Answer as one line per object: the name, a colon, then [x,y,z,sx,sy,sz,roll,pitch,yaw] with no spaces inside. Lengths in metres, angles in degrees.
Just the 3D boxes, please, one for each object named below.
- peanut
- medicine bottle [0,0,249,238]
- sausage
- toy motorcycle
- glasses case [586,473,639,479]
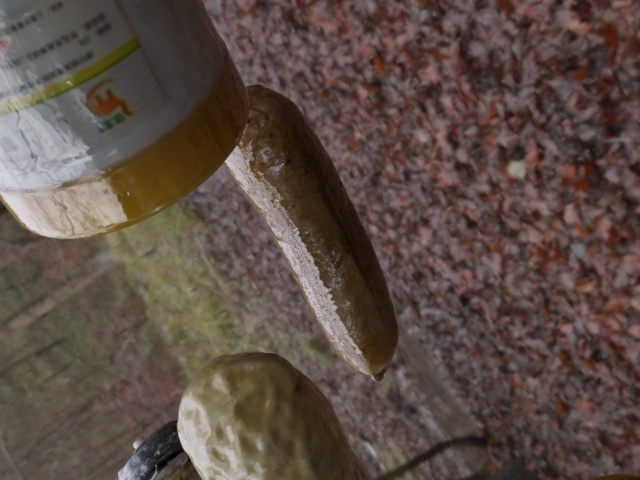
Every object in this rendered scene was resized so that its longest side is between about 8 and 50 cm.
peanut: [-0.034,0.218,0.776,0.152,0.152,0.313,45,163,45]
medicine bottle: [-0.208,-0.159,0.686,0.238,0.238,0.232,43,164,49]
sausage: [0.000,-0.002,1.160,0.136,0.123,0.501,-85,-26,-52]
toy motorcycle: [-0.210,0.324,0.965,0.108,0.341,0.223,37,-163,15]
glasses case: [0.254,0.382,0.751,0.141,0.173,0.371,-86,6,-69]
